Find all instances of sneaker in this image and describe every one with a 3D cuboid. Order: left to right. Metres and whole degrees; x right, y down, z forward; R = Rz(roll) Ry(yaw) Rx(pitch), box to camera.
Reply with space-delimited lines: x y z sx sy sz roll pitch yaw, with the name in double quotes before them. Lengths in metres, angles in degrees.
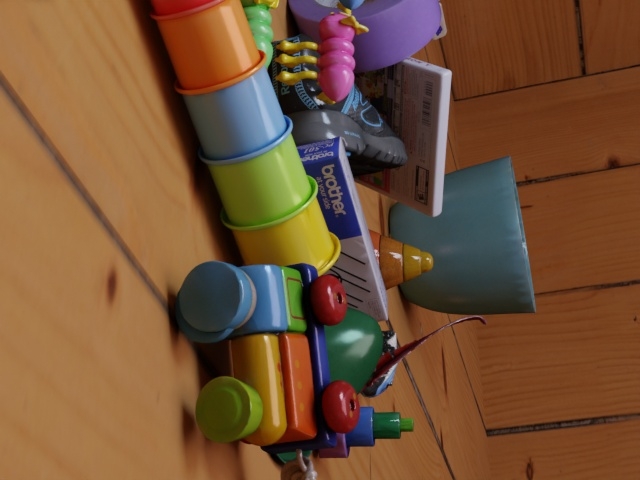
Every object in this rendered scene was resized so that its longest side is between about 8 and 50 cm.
"sneaker" 0.023 -0.149 1.126 0.341 0.125 0.140 6 73 -77
"sneaker" 0.081 0.177 1.283 0.162 0.063 0.073 -53 136 -72

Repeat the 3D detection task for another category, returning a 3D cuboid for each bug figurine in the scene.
"bug figurine" -0.026 -0.241 0.889 0.279 0.072 0.216 9 77 -52

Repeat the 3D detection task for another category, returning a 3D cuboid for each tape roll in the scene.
"tape roll" 0.058 -0.306 1.239 0.189 0.189 0.080 -86 161 -45

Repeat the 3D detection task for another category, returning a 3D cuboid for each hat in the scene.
"hat" 0.051 0.107 0.911 0.208 0.183 0.173 -79 154 -48

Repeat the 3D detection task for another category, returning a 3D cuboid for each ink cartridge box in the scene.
"ink cartridge box" 0.000 0.000 0.983 0.046 0.097 0.207 -85 160 -56

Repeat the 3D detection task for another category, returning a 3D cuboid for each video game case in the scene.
"video game case" 0.094 -0.152 1.270 0.023 0.183 0.201 -25 128 -36

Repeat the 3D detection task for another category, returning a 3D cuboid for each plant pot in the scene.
"plant pot" 0.260 0.008 1.772 0.293 0.235 0.293 -10 90 -77

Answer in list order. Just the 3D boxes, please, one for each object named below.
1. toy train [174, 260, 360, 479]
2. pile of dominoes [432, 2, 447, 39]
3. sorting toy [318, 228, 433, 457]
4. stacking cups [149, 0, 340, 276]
"toy train" -0.042 0.137 0.729 0.143 0.105 0.248 19 62 -63
"pile of dominoes" 0.091 -0.381 1.426 0.040 0.196 0.251 51 -17 53
"sorting toy" 0.071 0.105 1.129 0.365 0.126 0.127 -82 167 -52
"stacking cups" -0.066 -0.110 0.784 0.096 0.096 0.316 -79 156 -56
